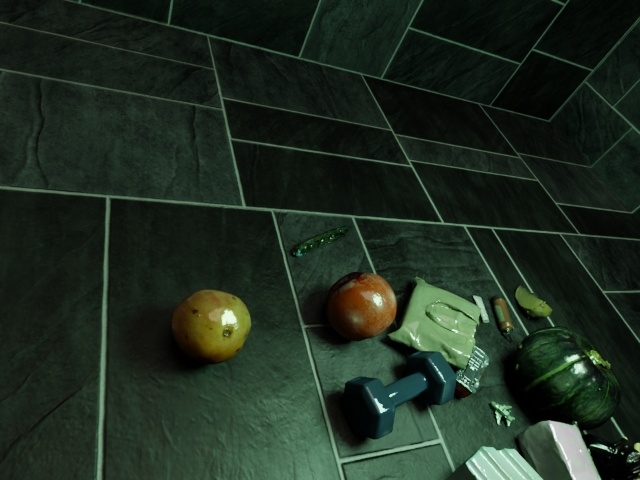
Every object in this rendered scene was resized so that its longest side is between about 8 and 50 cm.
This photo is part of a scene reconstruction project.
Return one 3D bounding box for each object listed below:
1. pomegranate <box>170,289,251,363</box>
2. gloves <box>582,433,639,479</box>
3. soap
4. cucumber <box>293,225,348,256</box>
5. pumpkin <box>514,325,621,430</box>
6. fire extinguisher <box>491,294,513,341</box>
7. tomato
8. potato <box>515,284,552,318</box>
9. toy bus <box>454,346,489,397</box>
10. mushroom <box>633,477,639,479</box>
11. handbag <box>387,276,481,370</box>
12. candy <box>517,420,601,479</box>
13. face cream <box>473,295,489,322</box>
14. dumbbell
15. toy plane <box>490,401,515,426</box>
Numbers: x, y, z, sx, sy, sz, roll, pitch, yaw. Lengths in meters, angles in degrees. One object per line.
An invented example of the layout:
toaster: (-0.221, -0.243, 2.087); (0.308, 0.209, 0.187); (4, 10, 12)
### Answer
pomegranate: (-0.270, 0.206, 1.101); (0.191, 0.191, 0.191); (15, 45, -16)
gloves: (0.891, 0.653, 1.349); (0.203, 0.164, 0.124); (18, 66, 17)
soap: (0.493, 0.684, 1.100); (0.208, 0.115, 0.347); (-20, 55, -39)
cucumber: (0.001, 0.000, 1.550); (0.256, 0.043, 0.044); (-24, 60, -41)
pumpkin: (0.777, 0.432, 1.429); (0.323, 0.241, 0.323); (29, 31, -19)
fire extinguisher: (0.677, 0.285, 1.656); (0.062, 0.050, 0.177); (50, 29, -39)
tomato: (0.115, 0.186, 1.316); (0.184, 0.208, 0.208); (50, 42, -8)
potato: (0.824, 0.259, 1.754); (0.100, 0.089, 0.172); (40, 7, -19)
toy bus: (0.458, 0.408, 1.394); (0.079, 0.077, 0.174); (36, 41, 15)
mushroom: (0.893, 0.779, 1.282); (0.270, 0.103, 0.118); (-3, 56, -44)
handbag: (0.380, 0.263, 1.452); (0.253, 0.109, 0.316); (22, 36, 15)
candy: (0.668, 0.647, 1.230); (0.115, 0.156, 0.265); (11, 46, -21)
face cream: (0.595, 0.252, 1.660); (0.038, 0.020, 0.115); (13, 43, -17)
dumbbell: (0.217, 0.408, 1.214); (0.324, 0.144, 0.160); (-10, 54, -36)
toy plane: (0.556, 0.525, 1.372); (0.080, 0.033, 0.083); (-35, 71, -30)
